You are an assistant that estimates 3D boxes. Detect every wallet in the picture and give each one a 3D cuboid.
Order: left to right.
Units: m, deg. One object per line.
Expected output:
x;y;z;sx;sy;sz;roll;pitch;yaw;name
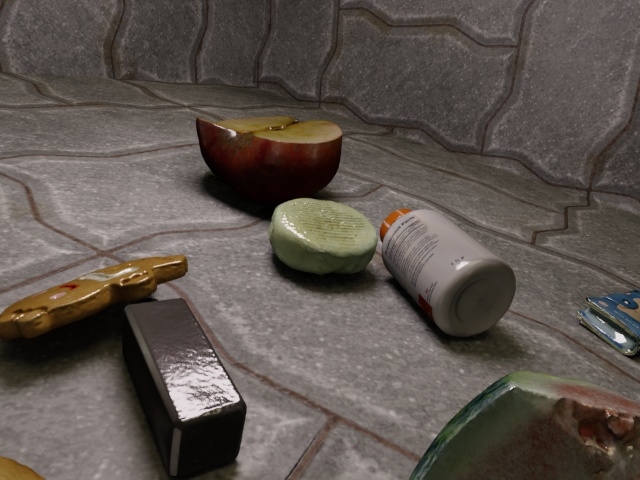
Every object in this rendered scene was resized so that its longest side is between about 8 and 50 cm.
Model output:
0.627;0.161;0.986;0.202;0.059;0.141;-3;35;-30;wallet

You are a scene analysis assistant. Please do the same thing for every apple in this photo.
-0.113;-0.239;1.233;0.329;0.295;0.365;51;31;2;apple

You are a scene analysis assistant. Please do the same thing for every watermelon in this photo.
0.235;0.246;0.517;0.310;0.193;0.231;13;0;-35;watermelon

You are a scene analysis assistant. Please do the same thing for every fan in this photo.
-0.208;-0.163;1.349;0.219;0.009;0.132;11;26;-1;fan

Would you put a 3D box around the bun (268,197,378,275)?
-0.003;0.000;0.963;0.221;0.108;0.221;14;30;-8;bun

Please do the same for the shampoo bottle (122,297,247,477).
-0.170;0.146;0.568;0.079;0.080;0.246;-3;28;-34;shampoo bottle

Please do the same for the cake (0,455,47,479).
-0.241;0.219;0.272;0.207;0.185;0.178;-30;0;-30;cake

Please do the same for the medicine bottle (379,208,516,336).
0.215;0.039;0.922;0.156;0.157;0.289;3;25;-22;medicine bottle

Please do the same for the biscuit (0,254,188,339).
-0.303;0.065;0.658;0.184;0.035;0.248;-2;16;44;biscuit
